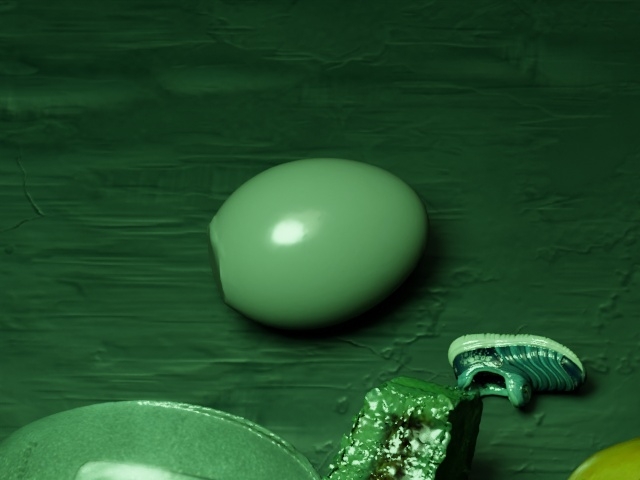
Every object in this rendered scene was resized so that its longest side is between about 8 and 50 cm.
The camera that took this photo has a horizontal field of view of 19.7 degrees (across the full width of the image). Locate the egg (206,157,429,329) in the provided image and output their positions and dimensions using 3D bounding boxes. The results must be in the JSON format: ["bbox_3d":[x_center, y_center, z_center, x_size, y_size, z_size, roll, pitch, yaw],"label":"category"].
[{"bbox_3d":[0.000,0.000,1.910,0.232,0.176,0.176,-19,58,-9],"label":"egg"}]

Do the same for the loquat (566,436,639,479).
[{"bbox_3d":[0.314,0.293,1.661,0.235,0.235,0.235,-3,57,4],"label":"loquat"}]

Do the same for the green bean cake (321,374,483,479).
[{"bbox_3d":[0.062,0.233,1.711,0.107,0.193,0.208,20,104,25],"label":"green bean cake"}]

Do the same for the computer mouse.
[{"bbox_3d":[-0.173,0.262,1.798,0.374,0.114,0.203,3,58,7],"label":"computer mouse"}]

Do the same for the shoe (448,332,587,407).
[{"bbox_3d":[0.198,0.136,1.870,0.143,0.064,0.071,3,57,11],"label":"shoe"}]
